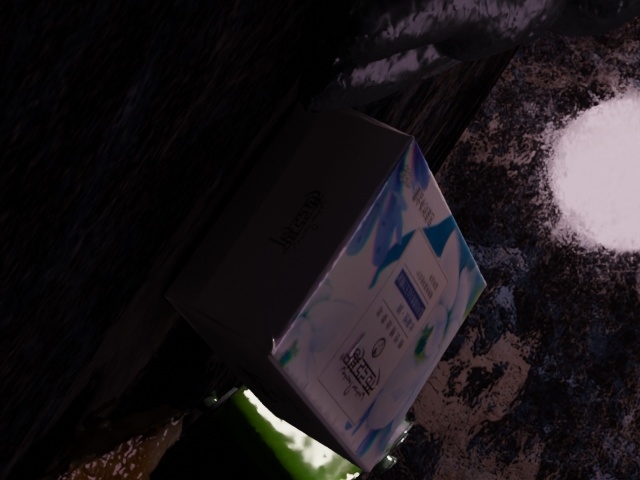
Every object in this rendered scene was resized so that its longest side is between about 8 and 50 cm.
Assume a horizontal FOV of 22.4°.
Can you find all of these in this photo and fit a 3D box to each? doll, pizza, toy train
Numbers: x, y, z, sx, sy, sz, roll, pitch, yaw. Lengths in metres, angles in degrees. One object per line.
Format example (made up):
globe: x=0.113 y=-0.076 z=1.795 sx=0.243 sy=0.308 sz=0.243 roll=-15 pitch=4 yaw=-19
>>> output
doll: x=0.122 y=-0.213 z=1.189 sx=0.340 sy=0.158 sz=0.246 roll=-21 pitch=161 yaw=-19
pizza: x=-0.191 y=0.197 z=1.144 sx=0.226 sy=0.069 sz=0.147 roll=-60 pitch=153 yaw=-4
toy train: x=-0.061 y=0.221 z=1.592 sx=0.307 sy=0.173 sz=0.249 roll=-42 pitch=177 yaw=38

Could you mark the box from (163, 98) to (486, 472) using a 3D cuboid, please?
box: x=0.015 y=0.040 z=1.316 sx=0.203 sy=0.116 sz=0.274 roll=-55 pitch=150 yaw=-14
